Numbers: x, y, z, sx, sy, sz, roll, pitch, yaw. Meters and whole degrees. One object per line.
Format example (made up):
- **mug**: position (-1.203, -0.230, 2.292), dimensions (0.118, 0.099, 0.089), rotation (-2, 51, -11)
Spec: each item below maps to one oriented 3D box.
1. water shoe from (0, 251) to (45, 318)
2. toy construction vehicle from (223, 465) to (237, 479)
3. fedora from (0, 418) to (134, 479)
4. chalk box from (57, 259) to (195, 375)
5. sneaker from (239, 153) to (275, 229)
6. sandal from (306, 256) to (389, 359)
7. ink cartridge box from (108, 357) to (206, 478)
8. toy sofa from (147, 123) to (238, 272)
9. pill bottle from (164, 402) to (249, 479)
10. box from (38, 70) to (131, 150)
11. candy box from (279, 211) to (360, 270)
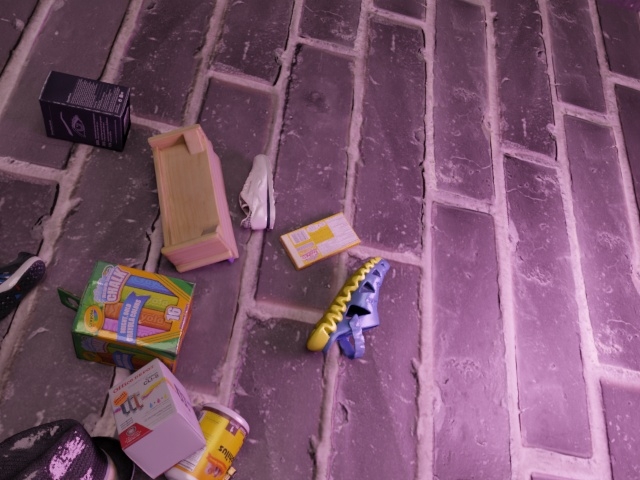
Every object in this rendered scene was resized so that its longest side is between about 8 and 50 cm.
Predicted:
- **water shoe**: position (-0.726, 0.110, 1.386), dimensions (0.080, 0.073, 0.203), rotation (23, 54, 29)
- **toy construction vehicle**: position (-0.199, 0.547, 1.304), dimensions (0.086, 0.035, 0.098), rotation (43, 59, 9)
- **fedora**: position (-0.520, 0.445, 1.111), dimensions (0.333, 0.153, 0.334), rotation (-12, 26, 6)
- **chalk box**: position (-0.446, 0.173, 1.358), dimensions (0.288, 0.180, 0.179), rotation (13, 58, -8)
- **sneaker**: position (-0.178, -0.139, 1.671), dimensions (0.094, 0.090, 0.235), rotation (-3, 61, -7)
- **sandal**: position (0.096, 0.181, 1.557), dimensions (0.138, 0.126, 0.317), rotation (35, 66, 0)
- **ink cartridge box**: position (-0.340, 0.364, 1.253), dimensions (0.128, 0.127, 0.176), rotation (-33, 38, -9)
- **toy sofa**: position (-0.334, -0.103, 1.583), dimensions (0.150, 0.177, 0.363), rotation (-16, 65, 3)
- **pill bottle**: position (-0.250, 0.464, 1.287), dimensions (0.117, 0.117, 0.215), rotation (30, 58, 1)
- **box**: position (-0.619, -0.341, 1.608), dimensions (0.207, 0.153, 0.108), rotation (12, 59, -11)
- **candy box**: position (0.000, 0.000, 1.676), dimensions (0.205, 0.027, 0.105), rotation (-22, 72, -26)
